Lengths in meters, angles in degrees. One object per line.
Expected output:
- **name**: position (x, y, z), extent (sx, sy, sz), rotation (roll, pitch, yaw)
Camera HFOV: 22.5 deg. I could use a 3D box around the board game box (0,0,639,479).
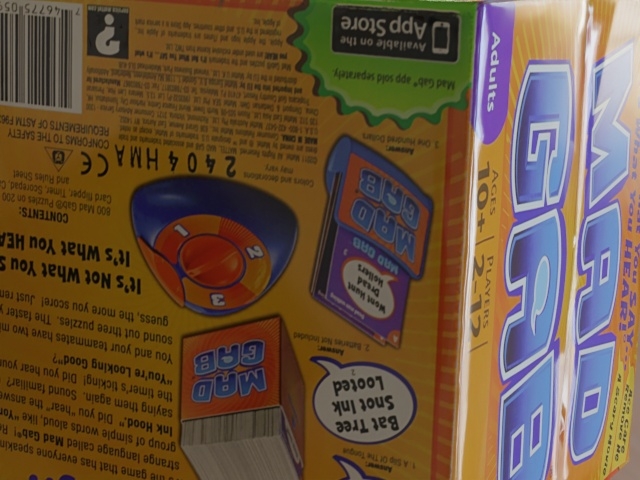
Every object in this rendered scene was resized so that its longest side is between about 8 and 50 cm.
- **board game box**: position (0.000, 0.000, 1.084), extent (0.356, 0.356, 0.356), rotation (8, 13, 26)
